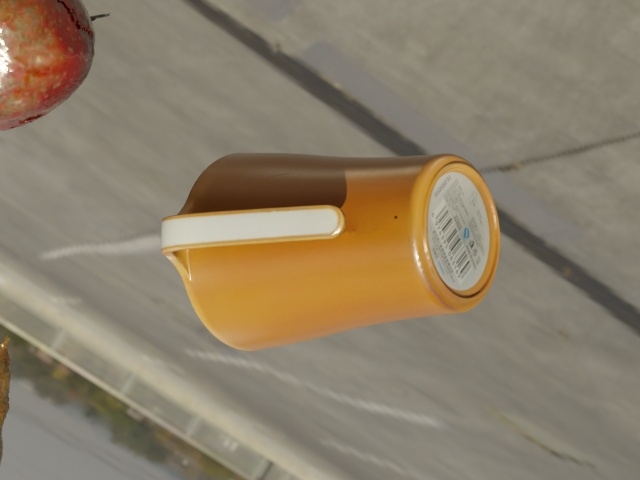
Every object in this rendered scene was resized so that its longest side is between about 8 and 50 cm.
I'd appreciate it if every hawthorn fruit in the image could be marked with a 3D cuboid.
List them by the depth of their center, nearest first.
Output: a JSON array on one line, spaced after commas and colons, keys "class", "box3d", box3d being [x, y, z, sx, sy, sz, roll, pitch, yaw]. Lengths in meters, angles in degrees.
[{"class": "hawthorn fruit", "box3d": [-0.303, -0.204, 1.354, 0.181, 0.181, 0.235, 27, -152, 29]}]

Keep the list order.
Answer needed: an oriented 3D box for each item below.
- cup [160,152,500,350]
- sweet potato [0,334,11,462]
[{"class": "cup", "box3d": [0.000, 0.000, 1.130, 0.264, 0.182, 0.226, -6, 171, 38]}, {"class": "sweet potato", "box3d": [-0.386, 0.218, 1.482, 0.068, 0.226, 0.068, 0, 160, 0]}]
